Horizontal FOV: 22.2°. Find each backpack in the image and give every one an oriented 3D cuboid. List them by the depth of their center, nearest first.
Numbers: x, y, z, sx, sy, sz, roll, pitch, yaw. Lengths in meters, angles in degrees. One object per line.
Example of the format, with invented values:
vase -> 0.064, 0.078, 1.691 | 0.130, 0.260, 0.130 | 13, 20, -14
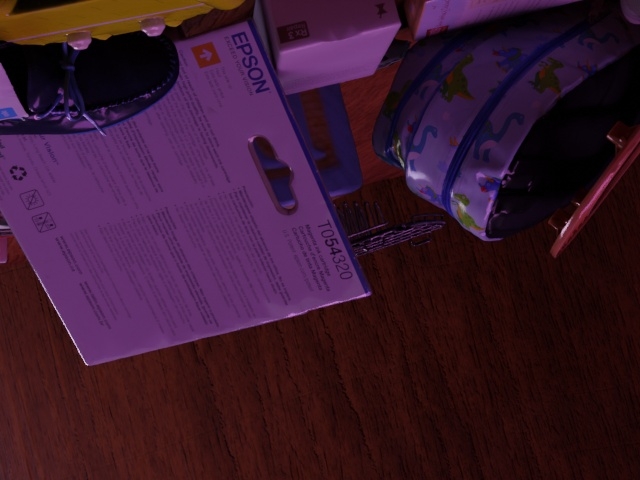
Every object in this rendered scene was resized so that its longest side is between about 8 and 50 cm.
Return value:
backpack -> 0.225, -0.140, 1.848 | 0.290, 0.273, 0.355 | -62, 174, 35

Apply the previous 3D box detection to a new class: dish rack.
dish rack -> 0.000, 0.000, 1.856 | 0.272, 0.074, 0.208 | -18, 177, 20

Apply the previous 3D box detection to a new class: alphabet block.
alphabet block -> -0.096, -0.110, 1.802 | 0.193, 0.192, 0.197 | -10, 174, -30

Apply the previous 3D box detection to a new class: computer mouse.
computer mouse -> 0.069, -0.223, 1.894 | 0.193, 0.042, 0.106 | -20, -179, -4

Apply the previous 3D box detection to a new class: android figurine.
android figurine -> -0.178, -0.183, 1.234 | 0.248, 0.056, 0.273 | -9, 179, 9

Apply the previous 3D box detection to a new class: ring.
ring -> 0.335, -0.124, 1.699 | 0.336, 0.032, 0.336 | -51, 172, -10

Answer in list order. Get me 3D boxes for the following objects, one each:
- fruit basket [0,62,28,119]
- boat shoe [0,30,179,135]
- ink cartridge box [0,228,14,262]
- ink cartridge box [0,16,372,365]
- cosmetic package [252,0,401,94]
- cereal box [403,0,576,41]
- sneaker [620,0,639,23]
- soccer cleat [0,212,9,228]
fruit basket -> -0.403, -0.071, 1.213 | 0.353, 0.165, 0.327 | -7, 176, -7
boat shoe -> -0.252, -0.135, 1.454 | 0.258, 0.109, 0.089 | -15, 171, -5
ink cartridge box -> -0.474, 0.010, 2.107 | 0.239, 0.060, 0.275 | 5, -176, 18
ink cartridge box -> -0.152, -0.049, 1.621 | 0.330, 0.324, 0.071 | -15, -151, 16
cosmetic package -> 0.000, -0.205, 1.558 | 0.117, 0.085, 0.231 | -14, 175, -7
cereal box -> 0.208, -0.268, 1.660 | 0.240, 0.047, 0.173 | -14, 175, -3
sneaker -> 0.405, -0.289, 1.613 | 0.262, 0.099, 0.121 | -24, -176, -16
soccer cleat -> -0.300, -0.051, 1.985 | 0.331, 0.143, 0.116 | -25, 176, 39
